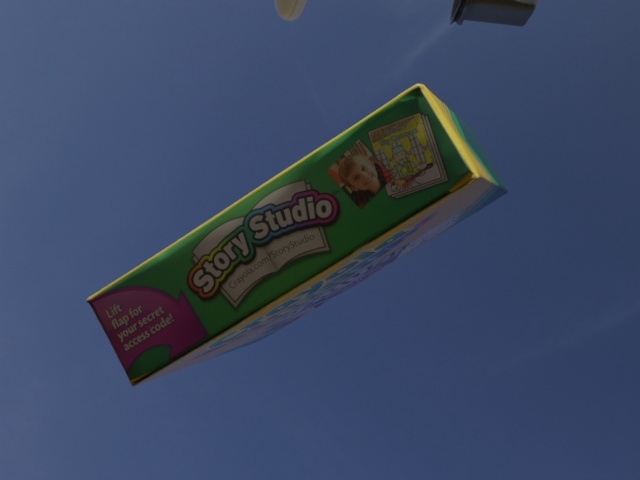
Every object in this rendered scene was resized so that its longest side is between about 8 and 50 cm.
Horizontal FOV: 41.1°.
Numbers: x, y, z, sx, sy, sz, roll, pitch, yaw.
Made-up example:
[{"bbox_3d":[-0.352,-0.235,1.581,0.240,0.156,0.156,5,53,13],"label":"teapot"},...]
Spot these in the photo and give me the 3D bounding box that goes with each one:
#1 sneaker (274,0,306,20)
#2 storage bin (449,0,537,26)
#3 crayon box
[{"bbox_3d":[-0.070,-0.428,1.250,0.080,0.094,0.212,31,-51,51],"label":"sneaker"},{"bbox_3d":[0.214,-0.322,1.010,0.091,0.098,0.135,11,-99,1],"label":"storage bin"},{"bbox_3d":[0.000,0.000,0.874,0.363,0.313,0.106,-32,-97,15],"label":"crayon box"}]
